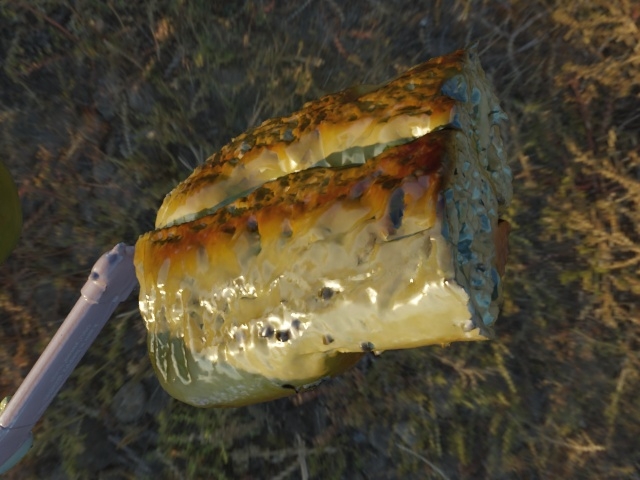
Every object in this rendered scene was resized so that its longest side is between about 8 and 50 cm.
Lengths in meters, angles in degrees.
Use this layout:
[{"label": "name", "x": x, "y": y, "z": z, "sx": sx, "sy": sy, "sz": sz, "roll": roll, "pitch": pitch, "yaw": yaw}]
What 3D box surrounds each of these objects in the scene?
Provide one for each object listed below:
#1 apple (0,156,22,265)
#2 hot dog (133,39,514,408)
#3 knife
[{"label": "apple", "x": -0.578, "y": -0.050, "z": 1.757, "sx": 0.233, "sy": 0.257, "sz": 0.295, "roll": -19, "pitch": 103, "yaw": -23}, {"label": "hot dog", "x": 0.000, "y": 0.000, "z": 1.097, "sx": 0.365, "sy": 0.367, "sz": 0.196, "roll": -15, "pitch": 121, "yaw": 24}, {"label": "knife", "x": -0.333, "y": 0.154, "z": 1.427, "sx": 0.038, "sy": 0.132, "sz": 0.399, "roll": 42, "pitch": 107, "yaw": 17}]
